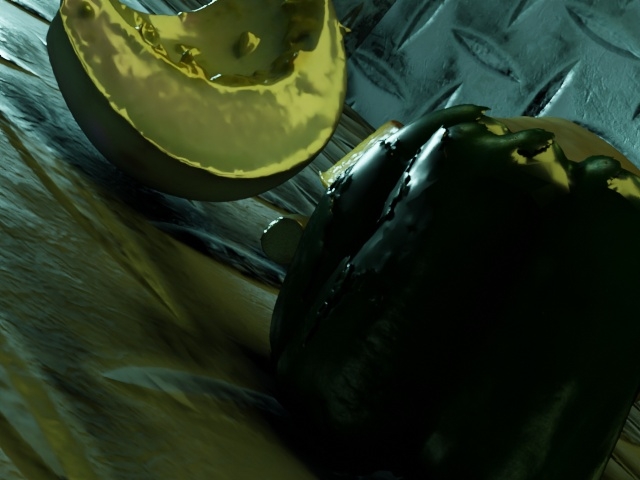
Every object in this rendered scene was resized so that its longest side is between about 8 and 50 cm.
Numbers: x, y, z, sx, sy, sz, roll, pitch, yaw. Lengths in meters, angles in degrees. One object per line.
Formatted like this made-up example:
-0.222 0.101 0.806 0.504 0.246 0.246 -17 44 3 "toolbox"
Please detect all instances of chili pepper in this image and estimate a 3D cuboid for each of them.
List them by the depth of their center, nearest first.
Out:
0.110 0.050 0.869 0.248 0.256 0.233 25 9 -11 "chili pepper"

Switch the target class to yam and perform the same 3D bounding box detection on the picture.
0.000 0.000 1.333 0.061 0.061 0.274 41 9 9 "yam"

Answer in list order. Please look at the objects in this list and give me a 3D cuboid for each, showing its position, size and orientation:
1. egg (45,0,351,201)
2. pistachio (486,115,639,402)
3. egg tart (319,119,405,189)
-0.115 -0.119 1.129 0.271 0.162 0.206 -9 77 -36 "egg"
0.268 0.015 1.624 0.445 0.365 0.281 33 -34 -18 "pistachio"
0.113 -0.084 1.969 0.202 0.147 0.202 37 9 -7 "egg tart"
